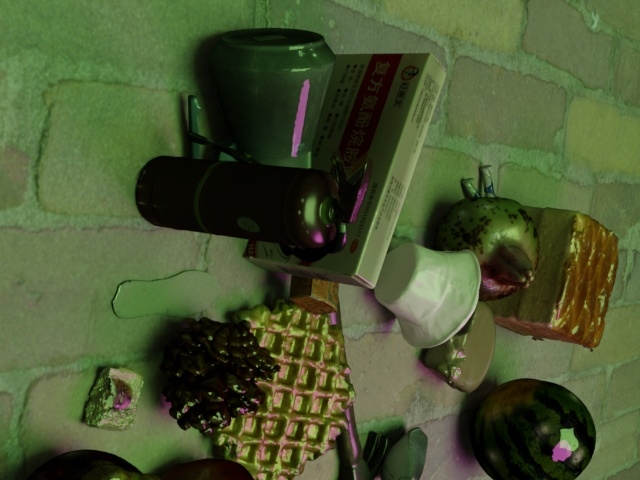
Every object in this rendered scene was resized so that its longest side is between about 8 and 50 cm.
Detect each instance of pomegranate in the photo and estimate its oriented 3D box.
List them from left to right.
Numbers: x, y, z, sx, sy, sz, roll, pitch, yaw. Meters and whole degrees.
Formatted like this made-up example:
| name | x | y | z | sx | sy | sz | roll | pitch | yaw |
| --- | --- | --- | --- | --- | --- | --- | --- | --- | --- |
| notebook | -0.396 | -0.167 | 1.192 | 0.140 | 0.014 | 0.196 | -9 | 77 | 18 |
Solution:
| name | x | y | z | sx | sy | sz | roll | pitch | yaw |
| --- | --- | --- | --- | --- | --- | --- | --- | --- | --- |
| pomegranate | 0.336 | 0.027 | 1.787 | 0.214 | 0.248 | 0.214 | -9 | 114 | -21 |

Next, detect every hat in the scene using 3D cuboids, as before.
| name | x | y | z | sx | sy | sz | roll | pitch | yaw |
| --- | --- | --- | --- | --- | --- | --- | --- | --- | --- |
| hat | 0.174 | 0.082 | 1.672 | 0.126 | 0.203 | 0.203 | 28 | 74 | -32 |

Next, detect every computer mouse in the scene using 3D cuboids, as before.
| name | x | y | z | sx | sy | sz | roll | pitch | yaw |
| --- | --- | --- | --- | --- | --- | --- | --- | --- | --- |
| computer mouse | 0.151 | 0.413 | 1.751 | 0.113 | 0.068 | 0.229 | -64 | 175 | 9 |

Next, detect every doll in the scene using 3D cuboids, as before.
| name | x | y | z | sx | sy | sz | roll | pitch | yaw |
| --- | --- | --- | --- | --- | --- | --- | --- | --- | --- |
| doll | 0.362 | -0.038 | 1.940 | 0.114 | 0.057 | 0.227 | -36 | 111 | -49 |

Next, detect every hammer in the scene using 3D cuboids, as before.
| name | x | y | z | sx | sy | sz | roll | pitch | yaw |
| --- | --- | --- | --- | --- | --- | --- | --- | --- | --- |
| hammer | 0.034 | 0.250 | 1.606 | 0.168 | 0.044 | 0.440 | -35 | 124 | -43 |

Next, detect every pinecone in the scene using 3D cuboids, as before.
| name | x | y | z | sx | sy | sz | roll | pitch | yaw |
| --- | --- | --- | --- | --- | --- | --- | --- | --- | --- |
| pinecone | -0.145 | 0.184 | 1.279 | 0.173 | 0.173 | 0.173 | -15 | 109 | -51 |

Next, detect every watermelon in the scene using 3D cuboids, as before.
| name | x | y | z | sx | sy | sz | roll | pitch | yaw |
| --- | --- | --- | --- | --- | --- | --- | --- | --- | --- |
| watermelon | 0.453 | 0.417 | 2.010 | 0.269 | 0.269 | 0.269 | -15 | 109 | -51 |

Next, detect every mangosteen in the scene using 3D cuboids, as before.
| name | x | y | z | sx | sy | sz | roll | pitch | yaw |
| --- | --- | --- | --- | --- | --- | --- | --- | --- | --- |
| mangosteen | -0.265 | 0.338 | 1.092 | 0.192 | 0.217 | 0.192 | 12 | 69 | -32 |

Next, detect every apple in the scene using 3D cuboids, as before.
| name | x | y | z | sx | sy | sz | roll | pitch | yaw |
| --- | --- | --- | --- | --- | --- | --- | --- | --- | --- |
| apple | -0.160 | 0.388 | 1.305 | 0.158 | 0.147 | 0.156 | 6 | 114 | -52 |

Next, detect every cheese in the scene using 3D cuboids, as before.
| name | x | y | z | sx | sy | sz | roll | pitch | yaw |
| --- | --- | --- | --- | --- | --- | --- | --- | --- | --- |
| cheese | 0.286 | 0.200 | 1.890 | 0.175 | 0.091 | 0.202 | 31 | 71 | -50 |

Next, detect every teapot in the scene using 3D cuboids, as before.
| name | x | y | z | sx | sy | sz | roll | pitch | yaw |
| --- | --- | --- | --- | --- | --- | --- | --- | --- | --- |
| teapot | -0.081 | -0.168 | 1.291 | 0.203 | 0.171 | 0.225 | -7 | 113 | -19 |

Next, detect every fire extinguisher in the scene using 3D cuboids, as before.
| name | x | y | z | sx | sy | sz | roll | pitch | yaw |
| --- | --- | --- | --- | --- | --- | --- | --- | --- | --- |
| fire extinguisher | -0.078 | -0.061 | 1.148 | 0.105 | 0.341 | 0.141 | -25 | 115 | -48 |

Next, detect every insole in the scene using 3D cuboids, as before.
| name | x | y | z | sx | sy | sz | roll | pitch | yaw |
| --- | --- | --- | --- | --- | --- | --- | --- | --- | --- |
| insole | -0.208 | 0.077 | 1.286 | 0.197 | 0.004 | 0.065 | -5 | 102 | -52 |

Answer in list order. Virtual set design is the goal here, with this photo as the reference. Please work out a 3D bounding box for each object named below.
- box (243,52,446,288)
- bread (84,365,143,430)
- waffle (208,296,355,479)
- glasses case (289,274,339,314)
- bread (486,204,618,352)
| name | x | y | z | sx | sy | sz | roll | pitch | yaw |
| --- | --- | --- | --- | --- | --- | --- | --- | --- | --- |
| box | 0.036 | -0.113 | 1.394 | 0.069 | 0.214 | 0.353 | 33 | 71 | -49 |
| bread | -0.264 | 0.205 | 1.214 | 0.070 | 0.035 | 0.083 | 29 | 71 | -53 |
| waffle | -0.061 | 0.235 | 1.451 | 0.281 | 0.058 | 0.301 | -16 | 105 | -41 |
| glasses case | 0.000 | 0.000 | 1.455 | 0.075 | 0.049 | 0.218 | 38 | 50 | -50 |
| bread | 0.506 | 0.078 | 2.054 | 0.279 | 0.207 | 0.279 | 28 | 76 | -50 |
